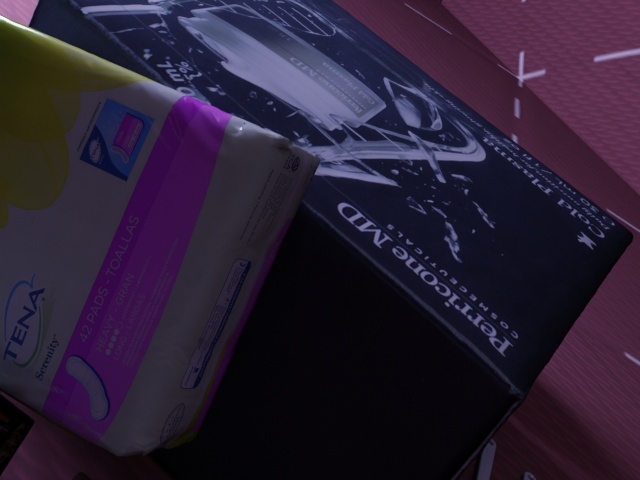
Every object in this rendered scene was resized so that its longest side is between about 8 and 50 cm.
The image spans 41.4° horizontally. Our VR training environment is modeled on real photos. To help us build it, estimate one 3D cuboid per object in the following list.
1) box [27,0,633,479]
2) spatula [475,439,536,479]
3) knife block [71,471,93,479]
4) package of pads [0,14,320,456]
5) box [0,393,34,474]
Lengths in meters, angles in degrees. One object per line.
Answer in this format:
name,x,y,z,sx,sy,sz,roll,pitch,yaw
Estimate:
box,0.000,0.000,0.853,0.480,0.297,0.471,41,30,13
spatula,0.212,0.307,0.880,0.168,0.019,0.242,36,23,5
knife block,-0.080,0.237,0.444,0.275,0.242,0.088,39,72,11
package of pads,-0.179,-0.012,0.579,0.296,0.229,0.101,26,4,17
box,-0.271,0.074,0.503,0.175,0.220,0.051,30,70,1
